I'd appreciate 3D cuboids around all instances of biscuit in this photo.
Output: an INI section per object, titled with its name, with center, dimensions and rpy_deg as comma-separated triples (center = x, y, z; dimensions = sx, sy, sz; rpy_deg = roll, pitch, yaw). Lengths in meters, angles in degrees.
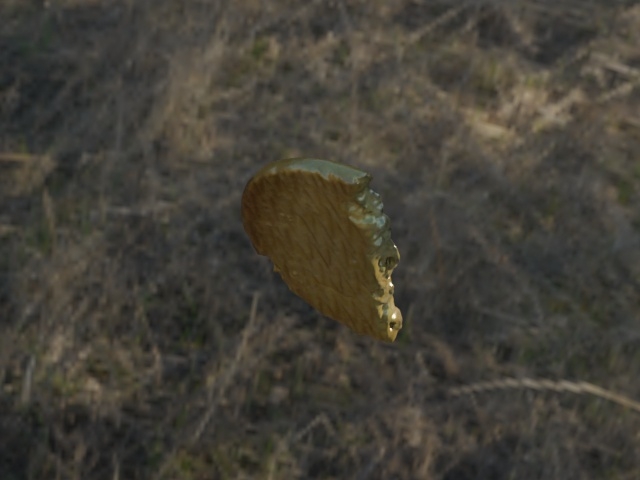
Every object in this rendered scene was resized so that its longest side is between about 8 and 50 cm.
[biscuit]
center = 0.001, -0.001, 1.403
dimensions = 0.144, 0.224, 0.033
rpy_deg = 17, 56, 26
